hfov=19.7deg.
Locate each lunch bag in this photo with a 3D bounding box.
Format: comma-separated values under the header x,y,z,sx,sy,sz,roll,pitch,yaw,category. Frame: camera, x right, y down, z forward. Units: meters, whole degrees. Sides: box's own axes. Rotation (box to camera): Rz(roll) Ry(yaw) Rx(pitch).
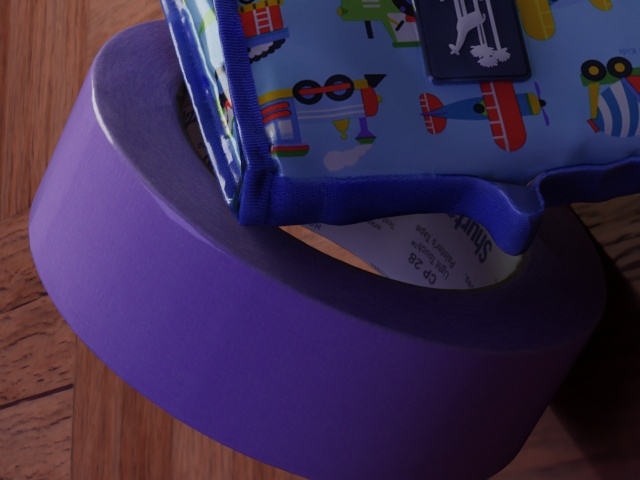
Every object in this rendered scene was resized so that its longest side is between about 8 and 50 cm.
x,y,z,sx,sy,sz,roll,pitch,yaw,category
0.048,-0.104,0.868,0.138,0.221,0.293,101,159,-47,lunch bag

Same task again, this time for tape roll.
x,y,z,sx,sy,sz,roll,pitch,yaw,category
0.000,0.000,0.910,0.090,0.275,0.275,-64,36,27,tape roll
